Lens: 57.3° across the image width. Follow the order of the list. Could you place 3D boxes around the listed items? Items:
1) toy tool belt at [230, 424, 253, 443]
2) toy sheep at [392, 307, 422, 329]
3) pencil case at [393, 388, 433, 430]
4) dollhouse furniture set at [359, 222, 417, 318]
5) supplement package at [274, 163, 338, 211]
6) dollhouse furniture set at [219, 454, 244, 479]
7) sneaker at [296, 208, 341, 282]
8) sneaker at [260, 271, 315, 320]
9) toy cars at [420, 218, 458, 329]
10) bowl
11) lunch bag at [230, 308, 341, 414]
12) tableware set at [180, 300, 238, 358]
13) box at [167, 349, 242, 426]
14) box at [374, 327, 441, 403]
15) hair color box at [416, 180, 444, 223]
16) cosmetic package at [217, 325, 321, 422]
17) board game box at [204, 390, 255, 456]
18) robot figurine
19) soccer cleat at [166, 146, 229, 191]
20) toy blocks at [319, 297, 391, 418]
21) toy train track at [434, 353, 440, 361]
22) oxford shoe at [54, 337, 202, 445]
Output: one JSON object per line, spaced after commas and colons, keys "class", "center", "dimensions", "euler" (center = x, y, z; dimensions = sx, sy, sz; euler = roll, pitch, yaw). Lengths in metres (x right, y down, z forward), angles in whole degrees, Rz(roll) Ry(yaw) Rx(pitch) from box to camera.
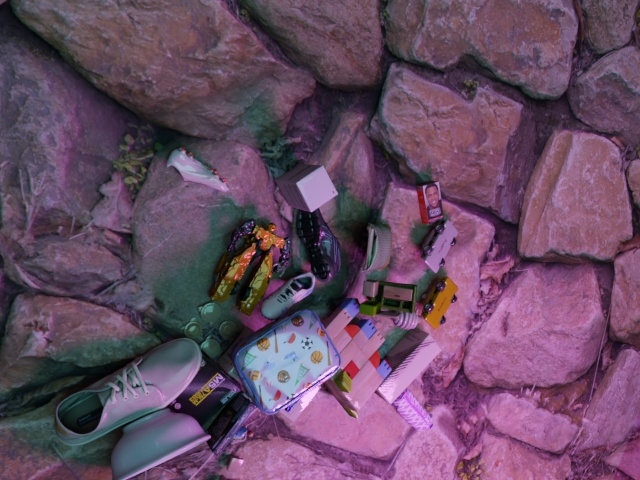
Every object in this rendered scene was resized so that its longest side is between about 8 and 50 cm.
{"class": "toy tool belt", "center": [-0.258, 0.623, 1.898], "dimensions": [0.083, 0.052, 0.051], "euler": [-11, 112, -24]}
{"class": "toy sheep", "center": [0.302, 0.274, 2.091], "dimensions": [0.132, 0.091, 0.091], "euler": [12, 93, -12]}
{"class": "pencil case", "center": [0.335, 0.622, 2.162], "dimensions": [0.086, 0.088, 0.206], "euler": [-47, 114, -14]}
{"class": "dollhouse furniture set", "center": [0.237, 0.096, 1.943], "dimensions": [0.198, 0.152, 0.301], "euler": [-9, 105, -70]}
{"class": "supplement package", "center": [-0.046, -0.164, 1.794], "dimensions": [0.105, 0.179, 0.105], "euler": [-35, 112, -17]}
{"class": "dollhouse furniture set", "center": [-0.201, 0.922, 1.908], "dimensions": [0.303, 0.174, 0.355], "euler": [21, 90, -27]}
{"class": "sneaker", "center": [0.000, 0.000, 1.909], "dimensions": [0.106, 0.101, 0.267], "euler": [-25, 105, -50]}
{"class": "sneaker", "center": [-0.103, 0.168, 1.835], "dimensions": [0.237, 0.085, 0.086], "euler": [-36, 158, -46]}
{"class": "toy cars", "center": [0.414, 0.120, 2.120], "dimensions": [0.177, 0.087, 0.393], "euler": [-6, 97, -37]}
{"class": "bowl", "center": [-0.479, 0.576, 1.690], "dimensions": [0.298, 0.298, 0.134], "euler": [-20, 75, -21]}
{"class": "lunch bag", "center": [-0.103, 0.360, 1.725], "dimensions": [0.304, 0.115, 0.243], "euler": [-30, 94, -18]}
{"class": "tableware set", "center": [-0.343, 0.278, 1.817], "dimensions": [0.141, 0.020, 0.168], "euler": [-41, 113, -13]}
{"class": "box", "center": [-0.373, 0.462, 1.807], "dimensions": [0.191, 0.045, 0.184], "euler": [-42, 111, -4]}
{"class": "box", "center": [0.294, 0.445, 2.100], "dimensions": [0.275, 0.113, 0.094], "euler": [-44, 113, -14]}
{"class": "hair color box", "center": [0.391, -0.135, 2.086], "dimensions": [0.072, 0.043, 0.141], "euler": [-18, 105, -21]}
{"class": "cosmetic package", "center": [-0.163, 0.425, 1.867], "dimensions": [0.296, 0.129, 0.153], "euler": [46, 77, -24]}
{"class": "board game box", "center": [-0.287, 0.566, 1.832], "dimensions": [0.026, 0.126, 0.186], "euler": [42, 80, -25]}
{"class": "robot figurine", "center": [-0.217, 0.073, 1.806], "dimensions": [0.211, 0.085, 0.290], "euler": [30, 86, -27]}
{"class": "soccer cleat", "center": [-0.357, -0.194, 1.710], "dimensions": [0.196, 0.068, 0.076], "euler": [36, 98, -25]}
{"class": "toy blocks", "center": [0.100, 0.373, 1.974], "dimensions": [0.261, 0.191, 0.381], "euler": [-44, 107, -26]}
{"class": "toy train track", "center": [0.414, 0.441, 2.211], "dimensions": [0.083, 0.014, 0.048], "euler": [-22, 115, -15]}
{"class": "oxford shoe", "center": [-0.541, 0.422, 1.658], "dimensions": [0.450, 0.169, 0.130], "euler": [-29, 154, -17]}
